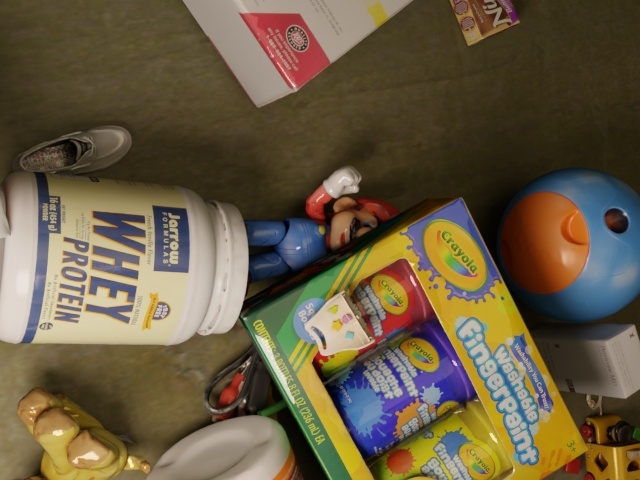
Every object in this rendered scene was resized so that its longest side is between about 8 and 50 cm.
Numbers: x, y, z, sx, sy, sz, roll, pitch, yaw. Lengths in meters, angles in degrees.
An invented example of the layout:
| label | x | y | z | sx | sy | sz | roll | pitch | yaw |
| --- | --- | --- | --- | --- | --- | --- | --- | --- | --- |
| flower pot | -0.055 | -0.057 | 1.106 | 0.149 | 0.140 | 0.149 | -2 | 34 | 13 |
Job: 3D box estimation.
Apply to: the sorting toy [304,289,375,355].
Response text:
| label | x | y | z | sx | sy | sz | roll | pitch | yaw |
| --- | --- | --- | --- | --- | --- | --- | --- | --- | --- |
| sorting toy | 0.021 | 0.120 | 1.130 | 0.075 | 0.045 | 0.083 | -31 | 95 | -1 |

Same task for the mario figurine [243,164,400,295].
| label | x | y | z | sx | sy | sz | roll | pitch | yaw |
| --- | --- | --- | --- | --- | --- | --- | --- | --- | --- |
| mario figurine | 0.000 | 0.000 | 1.339 | 0.320 | 0.198 | 0.170 | -12 | 50 | -21 |

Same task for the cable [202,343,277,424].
| label | x | y | z | sx | sy | sz | roll | pitch | yaw |
| --- | --- | --- | --- | --- | --- | --- | --- | --- | --- |
| cable | -0.111 | 0.202 | 1.355 | 0.139 | 0.072 | 0.287 | 20 | 64 | -13 |

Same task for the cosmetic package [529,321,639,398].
| label | x | y | z | sx | sy | sz | roll | pitch | yaw |
| --- | --- | --- | --- | --- | --- | --- | --- | --- | --- |
| cosmetic package | 0.496 | 0.223 | 1.548 | 0.085 | 0.231 | 0.117 | -23 | 96 | -27 |

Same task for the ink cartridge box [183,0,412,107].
| label | x | y | z | sx | sy | sz | roll | pitch | yaw |
| --- | --- | --- | --- | --- | --- | --- | --- | --- | --- |
| ink cartridge box | -0.019 | -0.451 | 1.381 | 0.384 | 0.160 | 0.279 | -41 | 104 | -24 |

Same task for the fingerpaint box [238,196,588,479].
| label | x | y | z | sx | sy | sz | roll | pitch | yaw |
| --- | --- | --- | --- | --- | --- | --- | --- | --- | --- |
| fingerpaint box | 0.137 | 0.212 | 1.253 | 0.371 | 0.163 | 0.445 | -28 | 97 | -9 |

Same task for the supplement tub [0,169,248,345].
| label | x | y | z | sx | sy | sz | roll | pitch | yaw |
| --- | --- | --- | --- | --- | --- | --- | --- | --- | --- |
| supplement tub | -0.289 | 0.031 | 1.161 | 0.324 | 0.235 | 0.236 | 4 | 84 | -27 |

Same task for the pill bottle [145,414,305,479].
| label | x | y | z | sx | sy | sz | roll | pitch | yaw |
| --- | --- | --- | --- | --- | --- | --- | --- | --- | --- |
| pill bottle | -0.090 | 0.484 | 1.221 | 0.224 | 0.224 | 0.392 | -28 | 107 | -26 |

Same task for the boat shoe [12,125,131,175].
| label | x | y | z | sx | sy | sz | roll | pitch | yaw |
| --- | --- | --- | --- | --- | --- | --- | --- | --- | --- |
| boat shoe | -0.369 | -0.135 | 1.230 | 0.184 | 0.063 | 0.066 | -14 | 92 | -27 |

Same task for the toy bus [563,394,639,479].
| label | x | y | z | sx | sy | sz | roll | pitch | yaw |
| --- | --- | --- | --- | --- | --- | --- | --- | --- | --- |
| toy bus | 0.604 | 0.433 | 1.657 | 0.202 | 0.104 | 0.191 | 45 | 68 | -17 |

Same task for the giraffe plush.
| label | x | y | z | sx | sy | sz | roll | pitch | yaw |
| --- | --- | --- | --- | --- | --- | --- | --- | --- | --- |
| giraffe plush | -0.369 | 0.334 | 1.158 | 0.170 | 0.181 | 0.210 | -53 | 143 | -10 |

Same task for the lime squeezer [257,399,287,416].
| label | x | y | z | sx | sy | sz | roll | pitch | yaw |
| --- | --- | --- | --- | --- | --- | --- | --- | --- | --- |
| lime squeezer | 0.003 | 0.194 | 1.376 | 0.110 | 0.058 | 0.310 | 58 | 48 | -37 |

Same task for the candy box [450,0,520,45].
| label | x | y | z | sx | sy | sz | roll | pitch | yaw |
| --- | --- | --- | --- | --- | --- | --- | --- | --- | --- |
| candy box | 0.309 | -0.493 | 1.613 | 0.109 | 0.053 | 0.187 | -27 | 97 | -26 |

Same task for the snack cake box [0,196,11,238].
| label | x | y | z | sx | sy | sz | roll | pitch | yaw |
| --- | --- | --- | --- | --- | --- | --- | --- | --- | --- |
| snack cake box | -0.518 | -0.049 | 1.031 | 0.089 | 0.264 | 0.152 | -15 | 92 | -54 |

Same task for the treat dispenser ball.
| label | x | y | z | sx | sy | sz | roll | pitch | yaw |
| --- | --- | --- | --- | --- | --- | --- | --- | --- | --- |
| treat dispenser ball | 0.475 | 0.008 | 1.523 | 0.288 | 0.288 | 0.288 | 2 | 85 | -27 |
